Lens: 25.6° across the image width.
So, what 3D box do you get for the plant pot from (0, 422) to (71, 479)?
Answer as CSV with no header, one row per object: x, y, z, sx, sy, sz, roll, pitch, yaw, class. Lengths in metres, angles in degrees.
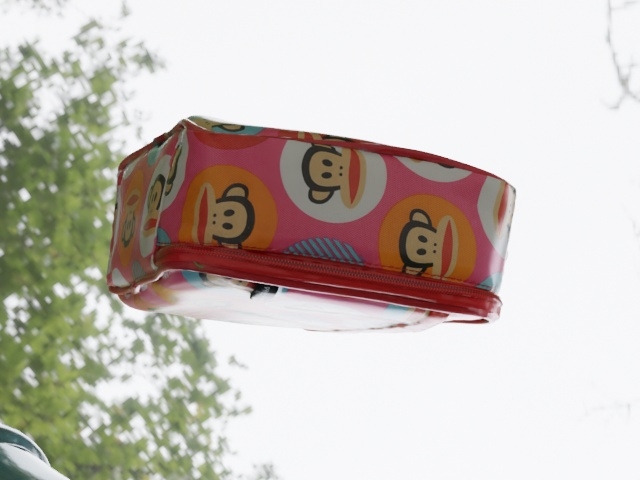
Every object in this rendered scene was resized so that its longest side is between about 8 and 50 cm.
-0.136,0.329,0.852,0.334,0.341,0.341,21,-115,20,plant pot

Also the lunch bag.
0.000,0.000,0.955,0.258,0.293,0.120,8,-97,-17,lunch bag
